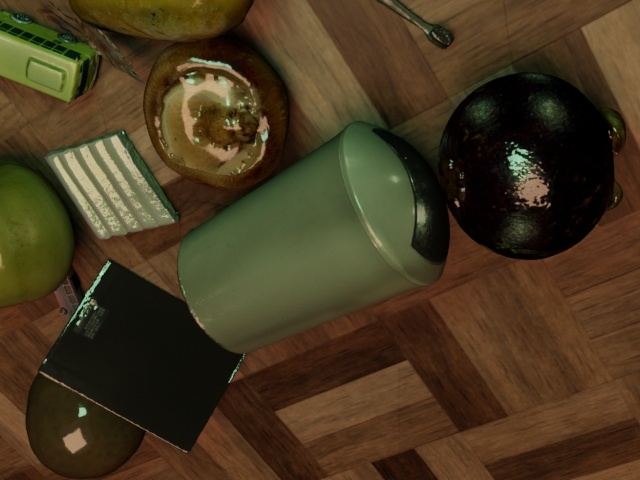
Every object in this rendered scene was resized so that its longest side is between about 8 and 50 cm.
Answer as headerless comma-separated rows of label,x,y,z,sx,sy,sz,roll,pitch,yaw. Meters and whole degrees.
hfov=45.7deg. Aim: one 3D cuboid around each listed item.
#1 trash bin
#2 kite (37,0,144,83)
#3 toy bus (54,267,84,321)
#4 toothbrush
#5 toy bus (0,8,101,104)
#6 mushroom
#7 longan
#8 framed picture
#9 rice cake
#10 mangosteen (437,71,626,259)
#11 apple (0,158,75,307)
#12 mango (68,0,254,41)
trash bin,0.000,0.000,1.248,0.432,0.280,0.280,-27,114,27
kite,-0.369,-0.323,1.184,0.229,0.016,0.127,34,165,19
toy bus,-0.510,0.110,1.542,0.052,0.037,0.131,-5,121,11
toothbrush,0.077,-0.378,1.141,0.297,0.030,0.030,32,96,-9
toy bus,-0.461,-0.298,1.242,0.174,0.101,0.088,21,123,-6
mushroom,-0.166,-0.201,1.216,0.253,0.153,0.253,7,117,13
longan,-0.484,0.364,1.581,0.257,0.258,0.258,4,122,7
framed picture,-0.341,0.231,1.505,0.338,0.014,0.255,32,79,-11
rice cake,-0.382,-0.095,1.392,0.189,0.037,0.198,-12,119,16
mangosteen,0.318,-0.111,1.133,0.287,0.288,0.288,4,122,7
apple,-0.588,-0.006,1.376,0.279,0.279,0.279,4,122,7
mango,-0.240,-0.370,1.099,0.329,0.176,0.177,13,151,25
